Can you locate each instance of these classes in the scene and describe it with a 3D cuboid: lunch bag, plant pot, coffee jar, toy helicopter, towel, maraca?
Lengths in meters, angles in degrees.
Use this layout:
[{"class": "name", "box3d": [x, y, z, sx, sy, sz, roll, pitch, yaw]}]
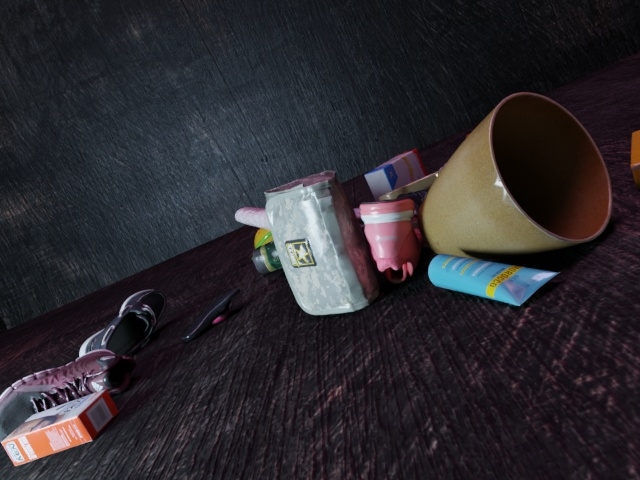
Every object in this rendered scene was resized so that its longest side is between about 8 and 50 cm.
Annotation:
[{"class": "lunch bag", "box3d": [0.000, 0.000, 1.195, 0.168, 0.235, 0.287, -20, 8, -7]}, {"class": "plant pot", "box3d": [0.275, -0.068, 1.014, 0.237, 0.237, 0.254, -31, -2, -35]}, {"class": "coffee jar", "box3d": [-0.092, 0.027, 1.748, 0.184, 0.079, 0.096, -22, 7, 13]}, {"class": "toy helicopter", "box3d": [0.317, -0.171, 1.660, 0.355, 0.140, 0.235, -23, 4, 4]}, {"class": "towel", "box3d": [-0.020, -0.060, 1.682, 0.316, 0.053, 0.332, -4, 7, -30]}, {"class": "maraca", "box3d": [-0.157, 0.005, 2.001, 0.127, 0.099, 0.186, -28, -16, -35]}]

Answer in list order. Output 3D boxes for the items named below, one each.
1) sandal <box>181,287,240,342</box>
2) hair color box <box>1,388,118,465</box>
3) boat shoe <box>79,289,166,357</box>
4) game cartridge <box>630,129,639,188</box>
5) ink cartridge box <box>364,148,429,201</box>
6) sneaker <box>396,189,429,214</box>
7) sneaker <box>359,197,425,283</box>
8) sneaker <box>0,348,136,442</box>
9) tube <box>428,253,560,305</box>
[{"class": "sandal", "box3d": [-0.245, 0.176, 1.460, 0.179, 0.040, 0.067, -48, 16, -32]}, {"class": "hair color box", "box3d": [-0.445, 0.320, 1.096, 0.167, 0.053, 0.093, -23, 10, 16]}, {"class": "boat shoe", "box3d": [-0.456, 0.212, 1.568, 0.091, 0.114, 0.302, -19, 22, 30]}, {"class": "game cartridge", "box3d": [0.706, -0.190, 1.088, 0.323, 0.053, 0.285, -16, 12, 31]}, {"class": "ink cartridge box", "box3d": [0.247, -0.182, 1.890, 0.078, 0.134, 0.231, -15, 14, 47]}, {"class": "sneaker", "box3d": [0.234, -0.079, 1.468, 0.106, 0.101, 0.267, -20, 10, 9]}, {"class": "sneaker", "box3d": [0.133, 0.015, 1.179, 0.115, 0.136, 0.314, -5, -9, 15]}, {"class": "sneaker", "box3d": [-0.475, 0.285, 1.217, 0.162, 0.106, 0.281, -12, 15, 41]}, {"class": "tube", "box3d": [0.236, 0.055, 0.908, 0.080, 0.052, 0.207, -38, 20, -19]}]
